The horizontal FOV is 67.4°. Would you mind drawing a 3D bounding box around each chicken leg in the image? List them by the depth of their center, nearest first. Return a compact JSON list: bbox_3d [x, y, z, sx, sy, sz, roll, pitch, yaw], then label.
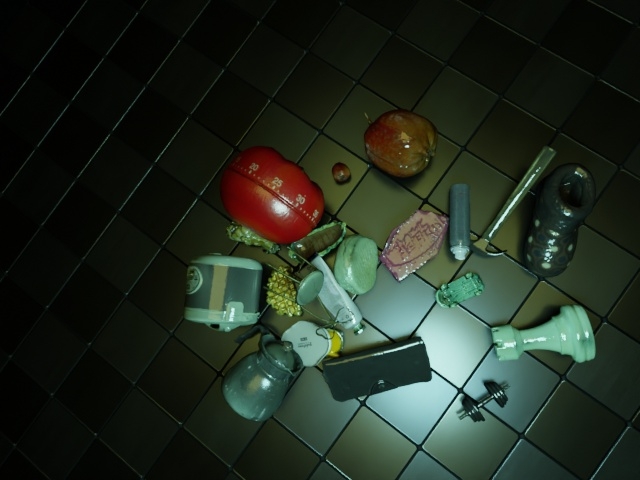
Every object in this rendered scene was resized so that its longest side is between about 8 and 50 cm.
[{"bbox_3d":[-0.265,-0.010,1.855,0.228,0.103,0.088,26,71,7],"label":"chicken leg"}]

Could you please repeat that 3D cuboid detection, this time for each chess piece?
[{"bbox_3d":[0.746,0.330,1.631,0.300,0.195,0.194,-12,81,15],"label":"chess piece"}]

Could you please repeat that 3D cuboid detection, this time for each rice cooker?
[{"bbox_3d":[-0.359,0.191,1.758,0.289,0.288,0.276,5,84,9],"label":"rice cooker"}]

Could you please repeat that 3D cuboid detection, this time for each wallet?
[{"bbox_3d":[0.200,0.465,1.707,0.378,0.051,0.196,-15,114,5],"label":"wallet"}]

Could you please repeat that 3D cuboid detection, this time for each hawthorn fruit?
[{"bbox_3d":[0.294,-0.354,1.754,0.262,0.258,0.257,2,82,27],"label":"hawthorn fruit"},{"bbox_3d":[0.078,-0.265,1.854,0.077,0.077,0.077,-1,82,8],"label":"hawthorn fruit"}]

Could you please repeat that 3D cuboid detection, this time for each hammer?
[{"bbox_3d":[0.672,-0.134,1.685,0.168,0.044,0.439,34,111,13],"label":"hammer"}]

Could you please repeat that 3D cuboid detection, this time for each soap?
[{"bbox_3d":[0.349,0.005,1.762,0.289,0.112,0.182,-37,82,1],"label":"soap"}]

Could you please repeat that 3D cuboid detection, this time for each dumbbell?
[{"bbox_3d":[0.567,0.559,1.660,0.209,0.099,0.099,-35,79,1],"label":"dumbbell"}]

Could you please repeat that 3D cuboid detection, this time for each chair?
[{"bbox_3d":[-0.038,0.175,1.688,0.326,0.170,0.160,32,46,28],"label":"chair"}]

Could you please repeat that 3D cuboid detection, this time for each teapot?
[{"bbox_3d":[-0.194,0.452,1.734,0.223,0.305,0.285,35,101,-18],"label":"teapot"}]

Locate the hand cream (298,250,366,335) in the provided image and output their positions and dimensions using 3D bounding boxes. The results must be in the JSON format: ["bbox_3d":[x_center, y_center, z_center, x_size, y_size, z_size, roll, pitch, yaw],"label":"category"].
[{"bbox_3d":[0.047,0.203,1.776,0.121,0.076,0.336,-40,86,32],"label":"hand cream"}]

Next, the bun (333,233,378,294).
[{"bbox_3d":[0.124,0.088,1.750,0.109,0.221,0.221,1,81,39],"label":"bun"}]

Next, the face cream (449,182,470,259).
[{"bbox_3d":[0.503,-0.069,1.732,0.073,0.073,0.283,3,68,9],"label":"face cream"}]

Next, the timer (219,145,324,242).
[{"bbox_3d":[-0.176,-0.152,1.719,0.378,0.378,0.279,31,82,11],"label":"timer"}]

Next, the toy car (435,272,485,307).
[{"bbox_3d":[0.502,0.182,1.740,0.186,0.058,0.093,-24,79,-8],"label":"toy car"}]

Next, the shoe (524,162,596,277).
[{"bbox_3d":[0.816,-0.069,1.635,0.172,0.237,0.383,13,83,12],"label":"shoe"}]

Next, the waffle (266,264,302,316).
[{"bbox_3d":[-0.131,0.192,1.836,0.161,0.046,0.191,13,82,13],"label":"waffle"}]

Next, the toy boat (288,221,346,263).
[{"bbox_3d":[0.009,-0.001,1.775,0.293,0.099,0.108,-29,75,35],"label":"toy boat"}]

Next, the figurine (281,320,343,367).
[{"bbox_3d":[-0.015,0.372,1.783,0.250,0.141,0.166,-5,88,43],"label":"figurine"}]
